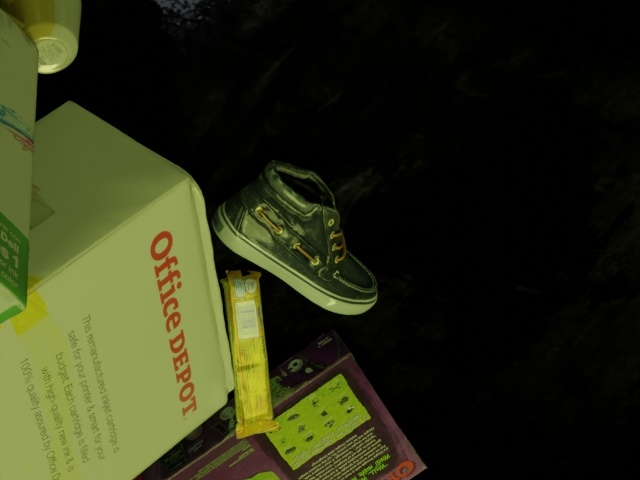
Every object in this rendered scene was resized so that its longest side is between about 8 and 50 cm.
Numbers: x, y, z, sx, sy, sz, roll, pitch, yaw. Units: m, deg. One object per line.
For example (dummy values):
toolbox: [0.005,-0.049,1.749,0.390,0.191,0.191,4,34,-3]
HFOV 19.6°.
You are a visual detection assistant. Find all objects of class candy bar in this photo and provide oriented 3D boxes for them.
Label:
candy bar: [-0.065,0.103,1.676,0.040,0.018,0.161,-8,106,-8]

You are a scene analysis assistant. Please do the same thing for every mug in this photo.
mug: [-0.216,-0.159,1.398,0.078,0.064,0.062,1,133,-16]

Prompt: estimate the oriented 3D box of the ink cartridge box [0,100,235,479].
ink cartridge box: [-0.270,0.113,1.457,0.385,0.160,0.279,-37,143,-28]

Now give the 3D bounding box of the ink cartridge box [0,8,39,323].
ink cartridge box: [-0.306,-0.036,1.273,0.201,0.278,0.117,-30,129,20]

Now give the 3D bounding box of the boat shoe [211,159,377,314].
boat shoe: [0.000,0.000,1.609,0.183,0.065,0.083,29,122,-34]

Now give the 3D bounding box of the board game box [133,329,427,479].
board game box: [-0.082,0.252,1.785,0.347,0.056,0.208,-34,130,-3]
